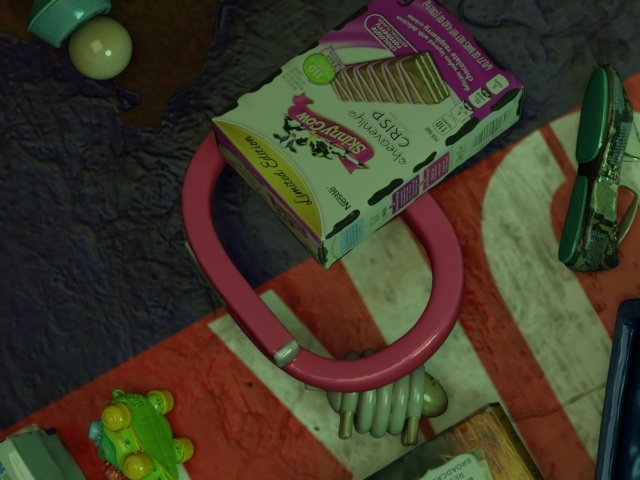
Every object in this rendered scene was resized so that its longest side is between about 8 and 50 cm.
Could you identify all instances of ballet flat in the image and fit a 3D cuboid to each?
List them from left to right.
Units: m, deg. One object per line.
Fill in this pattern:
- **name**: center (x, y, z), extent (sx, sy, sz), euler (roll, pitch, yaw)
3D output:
- **ballet flat**: center (0.260, -0.062, 1.740), extent (0.070, 0.070, 0.188), euler (11, 92, 10)

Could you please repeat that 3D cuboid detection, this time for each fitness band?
- **fitness band**: center (0.000, 0.000, 1.737), extent (0.209, 0.054, 0.291), euler (-35, 70, -9)

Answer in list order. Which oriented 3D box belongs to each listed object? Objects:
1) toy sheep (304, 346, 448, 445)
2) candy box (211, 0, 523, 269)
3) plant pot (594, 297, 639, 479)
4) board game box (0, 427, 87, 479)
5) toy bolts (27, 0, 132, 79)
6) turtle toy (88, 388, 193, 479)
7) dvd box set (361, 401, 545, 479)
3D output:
- **toy sheep**: center (0.051, 0.139, 1.749), extent (0.132, 0.091, 0.091), euler (7, 89, -7)
- **candy box**: center (0.042, -0.108, 1.718), extent (0.233, 0.071, 0.159), euler (-38, 70, -12)
- **plant pot**: center (0.365, 0.177, 1.615), extent (0.212, 0.236, 0.236), euler (9, 87, -8)
- **board game box**: center (-0.340, 0.308, 1.779), extent (0.275, 0.142, 0.144), euler (-33, 83, 7)
- **toy bolts**: center (-0.193, -0.253, 1.758), extent (0.228, 0.218, 0.158), euler (-39, 89, 24)
- **turtle toy**: center (-0.169, 0.200, 1.787), extent (0.066, 0.095, 0.130), euler (-26, 83, 29)
- **dvd box set**: center (0.134, 0.400, 1.713), extent (0.307, 0.062, 0.420), euler (-32, 79, 11)
